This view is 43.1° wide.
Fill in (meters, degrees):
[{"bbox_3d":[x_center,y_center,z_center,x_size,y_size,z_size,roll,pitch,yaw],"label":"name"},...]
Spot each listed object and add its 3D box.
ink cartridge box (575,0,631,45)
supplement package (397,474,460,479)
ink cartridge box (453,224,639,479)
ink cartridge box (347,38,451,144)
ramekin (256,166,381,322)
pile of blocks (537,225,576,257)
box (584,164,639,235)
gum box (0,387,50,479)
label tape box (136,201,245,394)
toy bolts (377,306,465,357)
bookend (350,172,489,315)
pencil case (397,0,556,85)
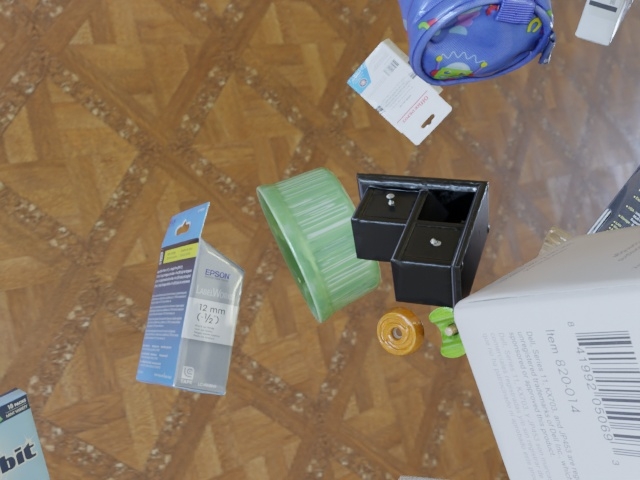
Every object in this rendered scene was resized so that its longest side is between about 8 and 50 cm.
[{"bbox_3d":[0.487,-0.485,1.246,0.165,0.065,0.332,-50,155,-41],"label":"ink cartridge box"},{"bbox_3d":[0.178,0.384,0.884,0.175,0.293,0.177,42,63,-11],"label":"supplement package"},{"bbox_3d":[0.235,0.084,0.298,0.119,0.353,0.207,-22,95,-33],"label":"ink cartridge box"},{"bbox_3d":[0.154,-0.278,1.522,0.180,0.104,0.060,43,25,-2],"label":"ink cartridge box"},{"bbox_3d":[0.000,0.000,1.633,0.148,0.303,0.303,-25,98,-7],"label":"ramekin"},{"bbox_3d":[0.458,0.059,1.072,0.113,0.362,0.148,-4,97,-61],"label":"pile of blocks"},{"bbox_3d":[0.450,0.052,0.734,0.395,0.318,0.097,39,38,17],"label":"box"},{"bbox_3d":[-0.510,0.344,1.247,0.157,0.041,0.184,-24,114,-42],"label":"gum box"},{"bbox_3d":[-0.249,0.117,1.592,0.115,0.249,0.347,16,77,-26],"label":"label tape box"},{"bbox_3d":[0.227,0.117,1.654,0.158,0.218,0.228,-16,90,-55],"label":"toy bolts"},{"bbox_3d":[0.096,0.000,0.900,0.156,0.157,0.072,-60,149,-46],"label":"bookend"},{"bbox_3d":[0.118,-0.289,0.726,0.119,0.133,0.306,5,65,-31],"label":"pencil case"}]
